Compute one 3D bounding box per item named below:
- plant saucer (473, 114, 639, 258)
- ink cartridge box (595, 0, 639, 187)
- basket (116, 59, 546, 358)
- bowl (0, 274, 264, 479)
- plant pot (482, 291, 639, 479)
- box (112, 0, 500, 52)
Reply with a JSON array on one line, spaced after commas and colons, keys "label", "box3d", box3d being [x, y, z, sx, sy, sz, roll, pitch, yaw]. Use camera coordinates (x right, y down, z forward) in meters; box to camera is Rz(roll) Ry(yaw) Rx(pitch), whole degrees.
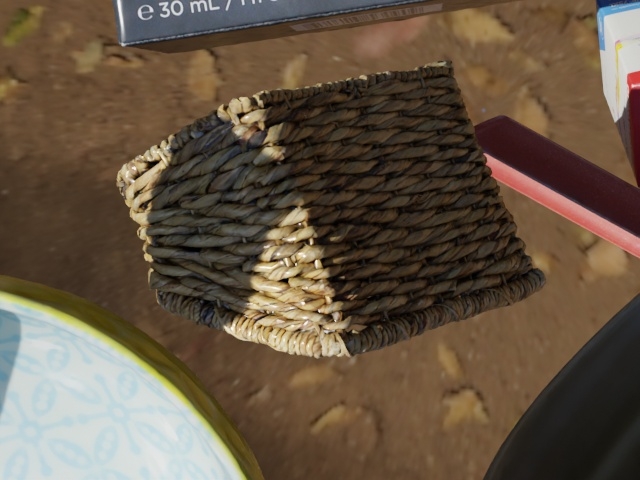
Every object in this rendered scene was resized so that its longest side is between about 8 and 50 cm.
[{"label": "plant saucer", "box3d": [0.260, -0.053, 1.762, 0.259, 0.258, 0.048, 29, 91, 4]}, {"label": "ink cartridge box", "box3d": [0.353, -0.152, 1.804, 0.078, 0.231, 0.134, -10, 127, 3]}, {"label": "basket", "box3d": [0.000, 0.000, 1.433, 0.213, 0.299, 0.223, -27, 83, 40]}, {"label": "bowl", "box3d": [-0.146, 0.138, 0.771, 0.289, 0.156, 0.289, 2, 103, 7]}, {"label": "plant pot", "box3d": [0.286, 0.146, 0.850, 0.323, 0.323, 0.280, -42, 97, 7]}, {"label": "box", "box3d": [0.005, -0.464, 1.802, 0.480, 0.297, 0.472, -8, 94, 5]}]
